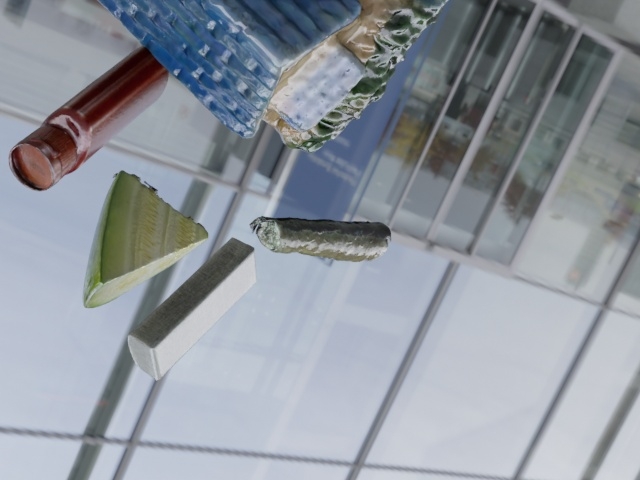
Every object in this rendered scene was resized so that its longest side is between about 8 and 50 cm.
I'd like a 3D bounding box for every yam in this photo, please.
[{"bbox_3d":[0.000,0.000,0.593,0.129,0.033,0.027,2,-120,-52],"label":"yam"}]

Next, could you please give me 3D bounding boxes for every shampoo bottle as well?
[{"bbox_3d":[-0.274,-0.147,1.087,0.064,0.102,0.260,39,-143,-6],"label":"shampoo bottle"}]

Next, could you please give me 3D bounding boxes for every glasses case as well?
[{"bbox_3d":[-0.162,0.084,1.177,0.047,0.071,0.205,26,-128,23],"label":"glasses case"}]

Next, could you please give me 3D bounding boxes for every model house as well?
[{"bbox_3d":[-0.039,-0.366,1.099,0.395,0.445,0.400,48,-166,4],"label":"model house"}]

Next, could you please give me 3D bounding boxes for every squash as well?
[{"bbox_3d":[-0.274,0.044,1.358,0.203,0.111,0.289,40,-156,-31],"label":"squash"}]
